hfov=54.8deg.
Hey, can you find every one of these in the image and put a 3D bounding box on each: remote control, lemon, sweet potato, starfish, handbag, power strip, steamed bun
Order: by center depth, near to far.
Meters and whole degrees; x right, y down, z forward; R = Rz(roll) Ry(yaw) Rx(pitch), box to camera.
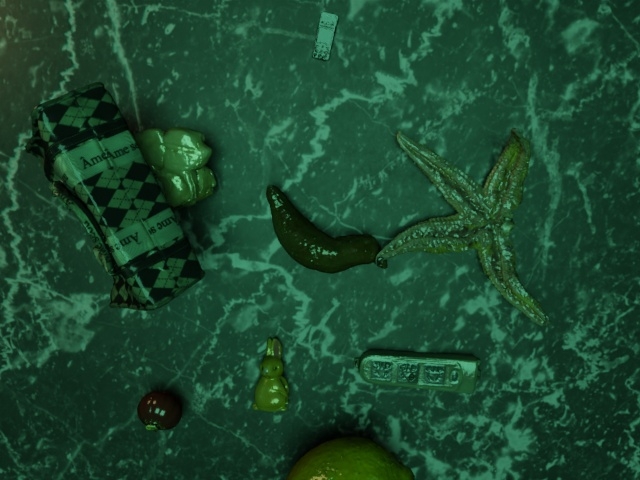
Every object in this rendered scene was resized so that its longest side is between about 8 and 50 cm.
[{"bbox_3d":[-0.428,-0.058,1.230,0.180,0.316,0.416,-32,98,-33],"label":"handbag"},{"bbox_3d":[0.324,-0.045,1.290,0.383,0.132,0.398,9,106,-2],"label":"starfish"},{"bbox_3d":[0.010,-0.431,1.303,0.039,0.014,0.096,14,99,0],"label":"remote control"},{"bbox_3d":[-0.305,-0.157,1.306,0.192,0.106,0.178,-16,101,12],"label":"steamed bun"},{"bbox_3d":[0.056,0.554,1.316,0.310,0.258,0.258,-31,96,8],"label":"lemon"},{"bbox_3d":[0.001,0.004,1.323,0.310,0.098,0.124,26,77,-1],"label":"sweet potato"},{"bbox_3d":[0.217,0.289,1.382,0.285,0.048,0.080,5,97,2],"label":"power strip"}]

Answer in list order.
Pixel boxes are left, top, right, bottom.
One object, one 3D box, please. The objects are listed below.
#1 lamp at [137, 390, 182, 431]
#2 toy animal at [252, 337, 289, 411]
[{"bbox_3d":[-0.361,0.384,1.388,0.101,0.090,0.101,10,138,9],"label":"lamp"},{"bbox_3d":[-0.114,0.300,1.383,0.083,0.070,0.160,-2,93,3],"label":"toy animal"}]
